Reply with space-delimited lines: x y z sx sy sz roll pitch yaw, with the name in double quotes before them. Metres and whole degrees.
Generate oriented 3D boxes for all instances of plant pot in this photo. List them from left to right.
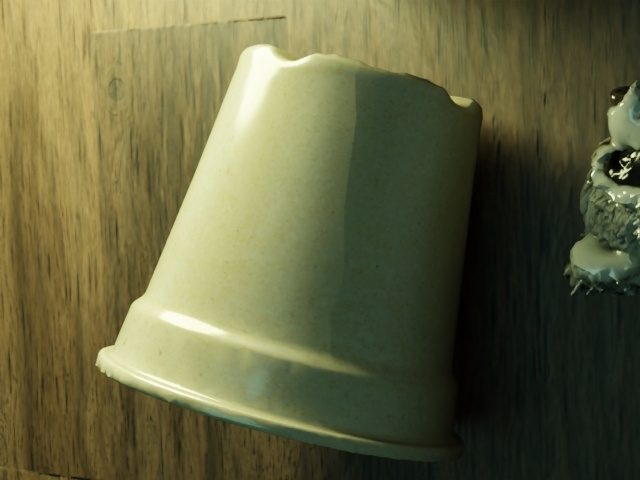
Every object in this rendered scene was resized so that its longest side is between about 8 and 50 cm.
"plant pot" 0.000 0.000 1.211 0.333 0.334 0.305 14 91 29

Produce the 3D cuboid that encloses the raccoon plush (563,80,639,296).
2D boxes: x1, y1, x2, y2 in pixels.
"raccoon plush" 0.390 0.042 1.039 0.299 0.216 0.446 -40 75 35
